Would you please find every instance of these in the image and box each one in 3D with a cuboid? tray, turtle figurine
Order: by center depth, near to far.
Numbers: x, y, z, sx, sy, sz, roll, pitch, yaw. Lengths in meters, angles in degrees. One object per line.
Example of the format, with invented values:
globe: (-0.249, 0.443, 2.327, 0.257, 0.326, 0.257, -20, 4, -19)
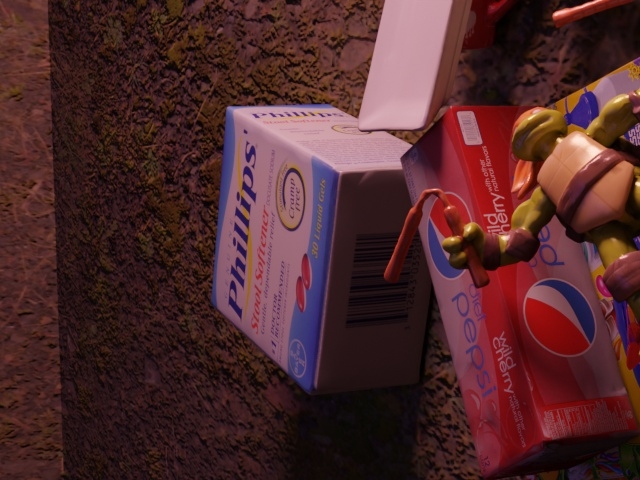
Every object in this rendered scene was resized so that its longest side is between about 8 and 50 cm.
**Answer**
turtle figurine: (0.179, -0.017, 0.875, 0.269, 0.087, 0.217, -46, 51, 11)
tray: (0.094, -0.214, 1.048, 0.145, 0.030, 0.271, -167, 89, -72)

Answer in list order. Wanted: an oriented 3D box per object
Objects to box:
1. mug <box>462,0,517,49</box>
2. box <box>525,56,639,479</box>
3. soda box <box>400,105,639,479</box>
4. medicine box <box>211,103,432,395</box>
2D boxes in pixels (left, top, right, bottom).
mug: (0.140, -0.274, 1.301, 0.150, 0.113, 0.169, -145, 53, -58)
box: (0.277, 0.029, 0.999, 0.279, 0.177, 0.290, -29, 68, 61)
soda box: (0.141, 0.035, 0.981, 0.092, 0.083, 0.263, -46, 52, 56)
medicine box: (0.000, 0.000, 1.555, 0.289, 0.149, 0.264, 33, 122, 56)
